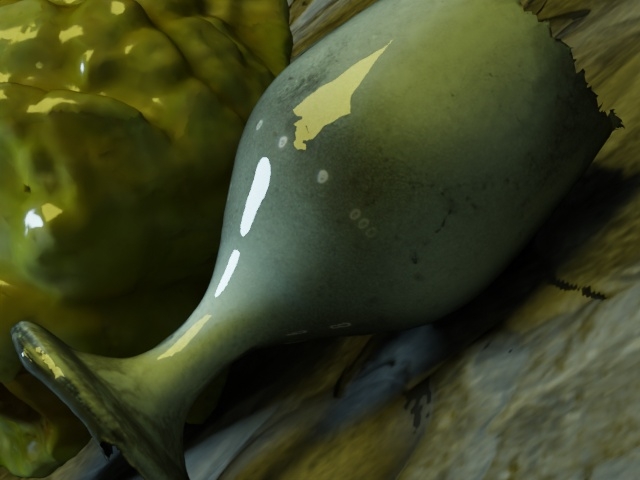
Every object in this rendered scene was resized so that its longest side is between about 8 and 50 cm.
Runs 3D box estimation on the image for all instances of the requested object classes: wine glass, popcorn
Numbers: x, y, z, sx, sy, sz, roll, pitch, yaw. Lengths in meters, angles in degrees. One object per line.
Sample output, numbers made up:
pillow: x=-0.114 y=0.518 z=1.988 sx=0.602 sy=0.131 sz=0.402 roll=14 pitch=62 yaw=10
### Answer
wine glass: x=0.000 y=0.000 z=0.796 sx=0.241 sy=0.126 sz=0.126 roll=-41 pitch=15 yaw=-5
popcorn: x=-0.102 y=-0.019 z=0.935 sx=0.255 sy=0.195 sz=0.256 roll=-59 pitch=-9 yaw=-17

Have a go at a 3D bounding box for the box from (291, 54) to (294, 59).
box: x=-0.136 y=-0.153 z=1.393 sx=0.095 sy=0.212 sz=0.168 roll=-46 pitch=16 yaw=-28

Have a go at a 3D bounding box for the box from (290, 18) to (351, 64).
box: x=-0.009 y=-0.076 z=1.207 sx=0.115 sy=0.036 sz=0.177 roll=-34 pitch=16 yaw=22
